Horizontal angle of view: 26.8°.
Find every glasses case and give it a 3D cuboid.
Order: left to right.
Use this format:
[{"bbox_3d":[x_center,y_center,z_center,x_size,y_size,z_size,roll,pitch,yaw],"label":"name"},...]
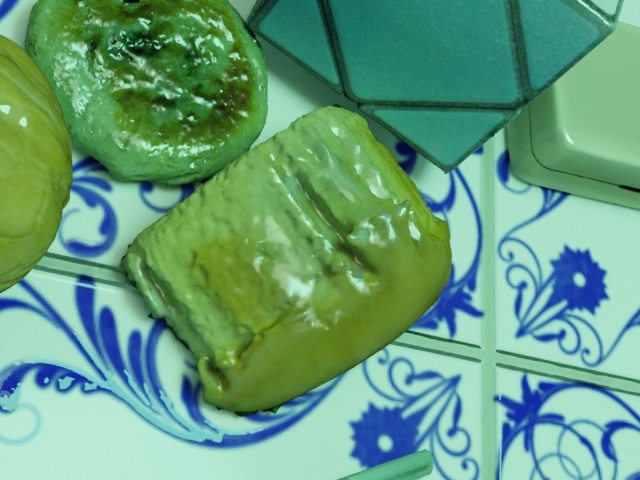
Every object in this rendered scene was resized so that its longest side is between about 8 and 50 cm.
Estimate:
[{"bbox_3d":[0.319,-0.096,1.174,0.337,0.076,0.144,12,65,-24],"label":"glasses case"}]

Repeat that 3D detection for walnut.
[{"bbox_3d":[-0.255,-0.056,0.787,0.226,0.193,0.193,16,63,-33],"label":"walnut"}]

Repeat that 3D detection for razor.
[{"bbox_3d":[-0.005,0.177,0.912,0.211,0.036,0.084,-13,79,-31],"label":"razor"}]

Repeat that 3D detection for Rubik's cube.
[{"bbox_3d":[0.101,-0.217,1.011,0.205,0.205,0.207,34,47,-12],"label":"Rubik's cube"}]

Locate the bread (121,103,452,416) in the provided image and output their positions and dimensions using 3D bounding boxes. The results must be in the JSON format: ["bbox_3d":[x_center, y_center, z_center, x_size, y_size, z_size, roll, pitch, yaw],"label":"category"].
[{"bbox_3d":[0.007,-0.005,0.933,0.252,0.133,0.174,-32,84,-33],"label":"bread"}]

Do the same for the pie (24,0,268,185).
[{"bbox_3d":[-0.120,-0.126,0.967,0.187,0.041,0.186,10,67,-24],"label":"pie"}]
